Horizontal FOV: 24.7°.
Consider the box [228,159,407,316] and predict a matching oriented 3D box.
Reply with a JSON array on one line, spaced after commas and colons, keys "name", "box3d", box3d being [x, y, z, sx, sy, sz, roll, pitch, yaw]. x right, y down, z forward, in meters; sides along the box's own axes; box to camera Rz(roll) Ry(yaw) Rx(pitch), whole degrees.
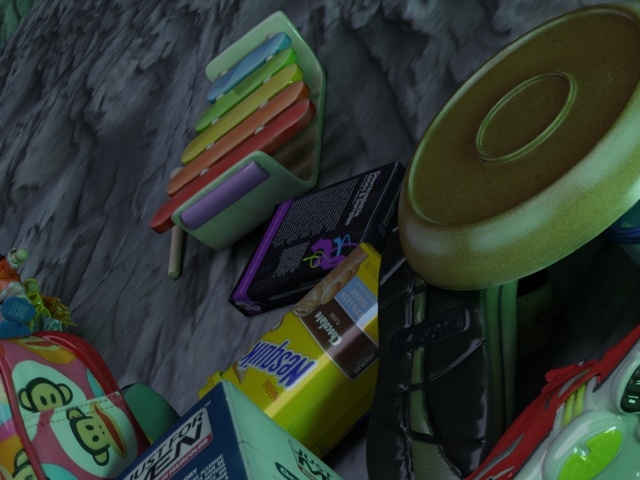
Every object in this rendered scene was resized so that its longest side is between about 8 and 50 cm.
[{"name": "box", "box3d": [0.000, 0.000, 1.252, 0.162, 0.029, 0.116, -20, 35, 46]}]

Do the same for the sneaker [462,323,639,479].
[{"name": "sneaker", "box3d": [0.165, 0.084, 0.774, 0.279, 0.107, 0.118, -42, 18, 6]}]

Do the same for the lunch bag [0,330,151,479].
[{"name": "lunch bag", "box3d": [-0.202, 0.228, 0.916, 0.258, 0.293, 0.120, -35, -14, 25]}]

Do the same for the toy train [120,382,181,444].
[{"name": "toy train", "box3d": [-0.233, 0.238, 1.136, 0.334, 0.142, 0.190, -31, 16, 33]}]

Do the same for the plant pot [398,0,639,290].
[{"name": "plant pot", "box3d": [0.136, -0.070, 0.922, 0.236, 0.032, 0.236, -34, 28, 21]}]

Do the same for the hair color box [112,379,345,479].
[{"name": "hair color box", "box3d": [-0.002, 0.229, 0.718, 0.105, 0.174, 0.347, -43, 24, 8]}]

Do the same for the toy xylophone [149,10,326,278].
[{"name": "toy xylophone", "box3d": [-0.088, -0.091, 1.471, 0.236, 0.081, 0.322, -38, 25, 16]}]

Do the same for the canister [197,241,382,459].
[{"name": "canister", "box3d": [0.003, 0.090, 1.054, 0.170, 0.073, 0.126, -43, 24, 0]}]

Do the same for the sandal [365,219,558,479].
[{"name": "sandal", "box3d": [0.099, 0.059, 0.943, 0.120, 0.086, 0.302, -18, 46, 41]}]

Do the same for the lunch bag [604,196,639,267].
[{"name": "lunch bag", "box3d": [0.276, -0.070, 0.856, 0.176, 0.090, 0.219, -8, 45, 50]}]

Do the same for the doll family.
[{"name": "doll family", "box3d": [-0.327, 0.134, 1.496, 0.263, 0.118, 0.163, -61, 29, 9]}]
